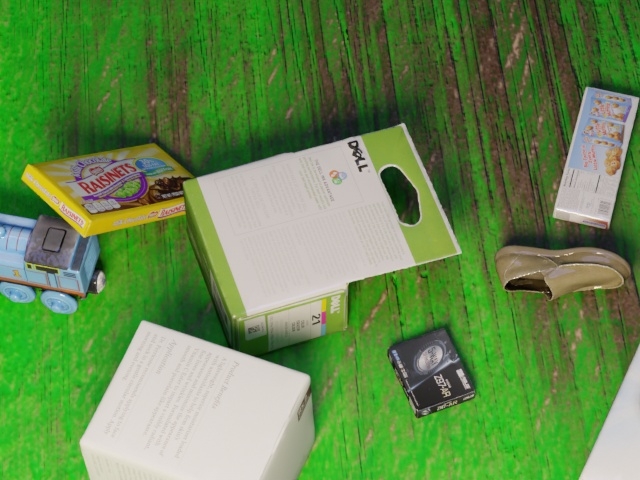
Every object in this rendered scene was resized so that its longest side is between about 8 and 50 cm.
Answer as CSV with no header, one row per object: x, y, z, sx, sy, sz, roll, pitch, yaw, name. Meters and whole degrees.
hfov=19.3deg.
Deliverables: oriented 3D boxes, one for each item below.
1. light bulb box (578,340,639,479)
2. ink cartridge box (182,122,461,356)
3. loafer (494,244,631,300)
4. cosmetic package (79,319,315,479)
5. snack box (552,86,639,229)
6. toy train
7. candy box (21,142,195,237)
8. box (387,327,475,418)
0.459,0.203,1.819,0.358,0.225,0.361,21,59,13,light bulb box
0.000,0.000,2.034,0.255,0.097,0.189,-15,58,-11,ink cartridge box
0.259,0.039,2.031,0.148,0.056,0.050,2,57,14,loafer
-0.118,0.200,1.871,0.184,0.151,0.151,19,60,13,cosmetic package
0.313,-0.095,2.133,0.064,0.022,0.178,13,58,10,snack box
-0.321,0.017,2.020,0.184,0.105,0.080,11,58,8,toy train
-0.217,-0.058,2.048,0.105,0.027,0.206,38,29,24,candy box
0.116,0.140,1.986,0.067,0.018,0.083,-18,58,-10,box
